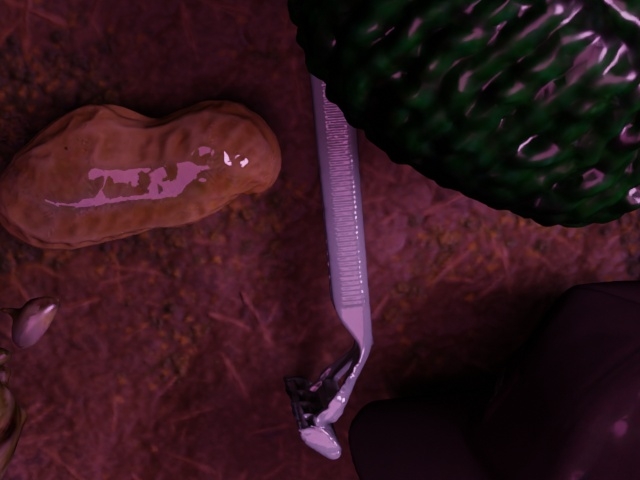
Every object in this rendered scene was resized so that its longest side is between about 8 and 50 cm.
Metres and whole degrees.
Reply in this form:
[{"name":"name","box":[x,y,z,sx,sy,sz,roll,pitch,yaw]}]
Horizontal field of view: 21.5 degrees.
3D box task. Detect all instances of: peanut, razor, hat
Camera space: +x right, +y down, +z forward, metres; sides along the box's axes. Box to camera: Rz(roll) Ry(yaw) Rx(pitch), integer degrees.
[{"name":"peanut","box":[-0.123,-0.047,1.121,0.194,0.083,0.093,-14,76,1]},{"name":"razor","box":[0.011,-0.001,1.143,0.056,0.111,0.278,1,104,-6]},{"name":"hat","box":[0.162,-0.183,0.961,0.274,0.242,0.332,26,130,-26]},{"name":"hat","box":[0.189,0.085,1.099,0.336,0.238,0.209,8,110,14]}]

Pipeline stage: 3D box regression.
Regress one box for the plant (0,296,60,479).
[{"name":"plant","box":[-0.354,0.101,1.197,0.333,0.180,0.251,22,123,27]}]
